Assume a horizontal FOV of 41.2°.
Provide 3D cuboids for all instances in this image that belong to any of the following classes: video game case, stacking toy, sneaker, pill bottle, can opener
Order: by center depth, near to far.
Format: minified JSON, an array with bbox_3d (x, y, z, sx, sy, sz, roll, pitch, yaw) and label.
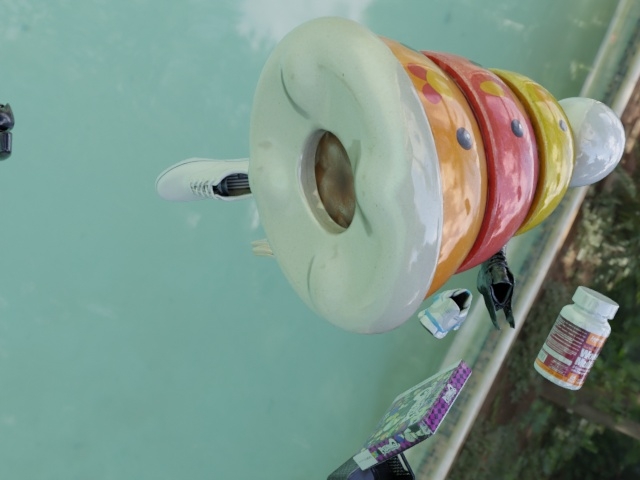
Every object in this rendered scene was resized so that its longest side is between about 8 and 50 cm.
[{"bbox_3d":[0.182,-0.107,1.033,0.479,0.350,0.351,-14,134,-30],"label":"stacking toy"},{"bbox_3d":[-0.418,-0.132,1.035,0.059,0.186,0.073,8,86,-35],"label":"can opener"},{"bbox_3d":[0.276,0.046,1.323,0.089,0.051,0.170,-116,-157,-72],"label":"sneaker"},{"bbox_3d":[0.239,0.115,1.504,0.083,0.071,0.190,-44,174,21],"label":"sneaker"},{"bbox_3d":[0.192,0.358,1.752,0.210,0.042,0.232,-40,-179,39],"label":"video game case"},{"bbox_3d":[-0.227,-0.125,1.788,0.091,0.258,0.094,-84,164,-66],"label":"sneaker"},{"bbox_3d":[0.600,0.227,1.991,0.221,0.121,0.121,-66,164,13],"label":"pill bottle"}]

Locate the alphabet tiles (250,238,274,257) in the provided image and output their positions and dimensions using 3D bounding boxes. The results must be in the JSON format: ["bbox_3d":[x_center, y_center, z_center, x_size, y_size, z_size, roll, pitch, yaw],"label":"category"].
[{"bbox_3d":[0.000,0.000,1.795,0.284,0.278,0.021,-15,102,-46],"label":"alphabet tiles"}]

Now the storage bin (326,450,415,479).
[{"bbox_3d":[0.117,0.554,1.962,0.180,0.122,0.084,-29,-177,-38],"label":"storage bin"}]
